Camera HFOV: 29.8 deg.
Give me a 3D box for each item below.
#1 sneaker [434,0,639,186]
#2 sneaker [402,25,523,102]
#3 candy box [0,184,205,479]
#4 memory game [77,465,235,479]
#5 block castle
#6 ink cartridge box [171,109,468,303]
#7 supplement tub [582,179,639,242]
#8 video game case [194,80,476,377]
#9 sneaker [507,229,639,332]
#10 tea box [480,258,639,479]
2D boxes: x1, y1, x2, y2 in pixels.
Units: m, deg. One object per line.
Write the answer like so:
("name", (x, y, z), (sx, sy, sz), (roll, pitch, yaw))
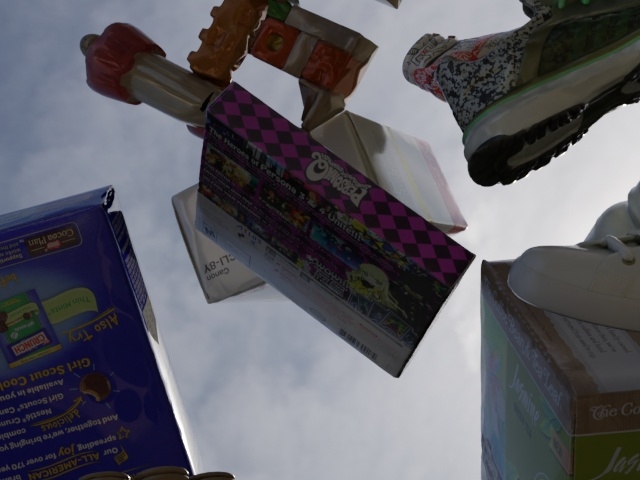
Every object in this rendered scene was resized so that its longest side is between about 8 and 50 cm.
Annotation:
("sneaker", (0.305, -0.239, 1.369), (0.410, 0.182, 0.158), (-31, -20, -3))
("sneaker", (0.250, -0.295, 1.877), (0.270, 0.145, 0.090), (-30, -46, -34))
("candy box", (-0.274, 0.139, 1.118), (0.268, 0.122, 0.317), (-15, -77, 1))
("memory game", (-0.136, 0.198, 0.867), (0.186, 0.186, 0.012), (22, -130, -44))
("block castle", (-0.061, -0.327, 1.380), (0.453, 0.213, 0.303), (-63, -26, 4))
("ink cartridge box", (0.011, -0.035, 1.680), (0.160, 0.279, 0.384), (68, -162, 9))
("supplement tub", (0.421, 0.090, 1.578), (0.228, 0.228, 0.316), (-3, -48, -43))
("video game case", (0.000, 0.000, 0.985), (0.042, 0.232, 0.210), (-49, -11, -24))
("sneaker", (0.283, 0.002, 0.884), (0.290, 0.106, 0.123), (3, -76, -5))
("tea box", (0.296, 0.210, 1.179), (0.220, 0.329, 0.323), (-4, -71, -5))
